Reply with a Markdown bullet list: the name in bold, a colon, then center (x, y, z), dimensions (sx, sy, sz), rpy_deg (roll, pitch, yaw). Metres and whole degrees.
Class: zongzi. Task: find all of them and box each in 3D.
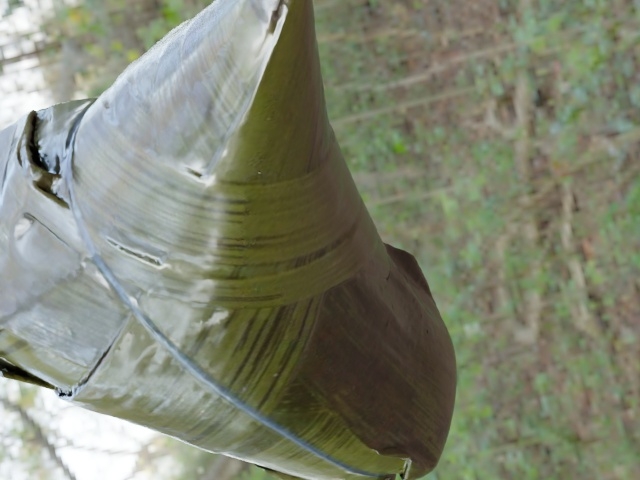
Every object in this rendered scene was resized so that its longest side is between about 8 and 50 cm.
- **zongzi**: center (0.000, 0.000, 0.693), dimensions (0.300, 0.286, 0.138), rpy_deg (-40, 36, 42)
